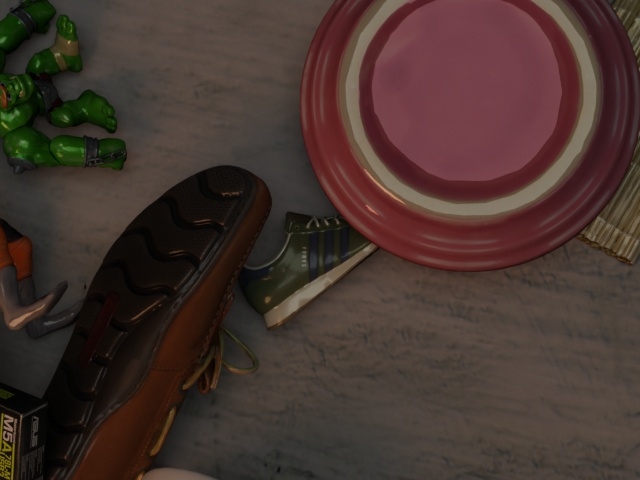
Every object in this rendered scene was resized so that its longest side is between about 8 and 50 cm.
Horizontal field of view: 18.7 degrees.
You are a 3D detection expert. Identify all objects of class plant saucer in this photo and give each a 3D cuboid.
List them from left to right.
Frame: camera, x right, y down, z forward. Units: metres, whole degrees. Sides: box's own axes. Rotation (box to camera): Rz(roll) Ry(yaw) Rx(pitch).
[{"bbox_3d":[0.143,-0.136,1.865,0.332,0.084,0.332,0,85,5],"label":"plant saucer"}]

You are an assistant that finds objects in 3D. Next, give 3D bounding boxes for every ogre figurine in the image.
[{"bbox_3d":[-0.282,-0.143,1.941,0.118,0.097,0.197,-25,98,-21],"label":"ogre figurine"}]

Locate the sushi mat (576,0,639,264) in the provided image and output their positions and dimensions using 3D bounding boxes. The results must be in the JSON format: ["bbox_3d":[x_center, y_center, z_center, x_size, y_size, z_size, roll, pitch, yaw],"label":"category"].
[{"bbox_3d":[0.326,-0.144,1.975,0.151,0.019,0.316,30,83,3],"label":"sushi mat"}]

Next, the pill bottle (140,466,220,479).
[{"bbox_3d":[-0.166,0.401,1.765,0.204,0.204,0.361,25,62,3],"label":"pill bottle"}]

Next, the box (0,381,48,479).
[{"bbox_3d":[-0.344,0.213,1.839,0.184,0.045,0.190,17,113,26],"label":"box"}]

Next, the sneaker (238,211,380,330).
[{"bbox_3d":[0.000,0.000,1.930,0.192,0.064,0.086,-38,89,-2],"label":"sneaker"}]

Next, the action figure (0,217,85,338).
[{"bbox_3d":[-0.385,-0.022,1.814,0.330,0.341,0.178,39,97,4],"label":"action figure"}]

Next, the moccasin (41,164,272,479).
[{"bbox_3d":[-0.153,0.104,1.882,0.139,0.147,0.380,22,86,42],"label":"moccasin"}]
